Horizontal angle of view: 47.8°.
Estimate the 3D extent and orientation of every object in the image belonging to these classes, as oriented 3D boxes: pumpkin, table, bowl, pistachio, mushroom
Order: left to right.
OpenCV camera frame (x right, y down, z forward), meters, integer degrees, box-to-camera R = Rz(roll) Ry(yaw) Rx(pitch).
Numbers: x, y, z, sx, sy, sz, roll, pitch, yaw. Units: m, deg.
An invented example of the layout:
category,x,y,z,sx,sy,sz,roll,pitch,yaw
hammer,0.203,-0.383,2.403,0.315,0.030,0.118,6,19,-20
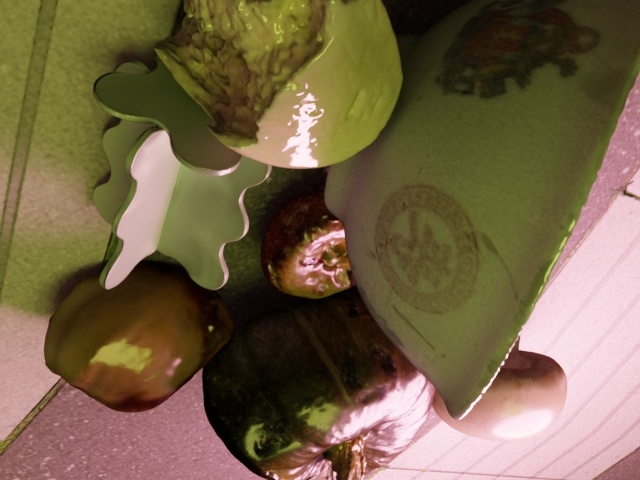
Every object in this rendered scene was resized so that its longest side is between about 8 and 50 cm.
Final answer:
category,x,y,z,sx,sy,sz,roll,pitch,yaw
pistachio,-0.201,0.106,0.814,0.210,0.130,0.165,-10,96,-21
table,-0.136,-0.052,0.671,0.166,0.167,0.198,1,138,-25
pumpkin,0.035,0.185,0.893,0.232,0.242,0.325,-39,149,22
bowl,0.127,-0.074,0.677,0.196,0.435,0.435,25,128,9
mushroom,0.259,0.191,1.070,0.204,0.204,0.204,-12,135,-13

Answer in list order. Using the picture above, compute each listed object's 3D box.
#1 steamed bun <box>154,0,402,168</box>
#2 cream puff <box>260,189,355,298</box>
category,x,y,z,sx,sy,sz,roll,pitch,yaw
steamed bun,-0.043,-0.165,0.543,0.170,0.226,0.200,-25,138,0
cream puff,0.000,0.000,0.823,0.149,0.084,0.149,-16,139,-14
